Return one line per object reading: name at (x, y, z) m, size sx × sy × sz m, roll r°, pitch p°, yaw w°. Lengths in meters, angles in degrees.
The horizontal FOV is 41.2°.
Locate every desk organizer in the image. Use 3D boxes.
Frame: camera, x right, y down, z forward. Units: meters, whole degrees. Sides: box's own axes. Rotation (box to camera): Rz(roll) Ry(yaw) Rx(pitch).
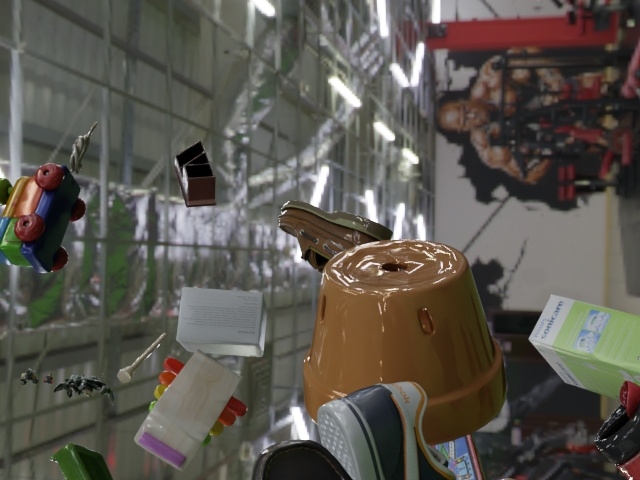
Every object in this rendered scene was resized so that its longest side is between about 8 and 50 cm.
desk organizer at (-0.195, -0.106, 1.321) m, size 0.130 × 0.047 × 0.050 m, roll -118°, pitch 28°, yaw -53°

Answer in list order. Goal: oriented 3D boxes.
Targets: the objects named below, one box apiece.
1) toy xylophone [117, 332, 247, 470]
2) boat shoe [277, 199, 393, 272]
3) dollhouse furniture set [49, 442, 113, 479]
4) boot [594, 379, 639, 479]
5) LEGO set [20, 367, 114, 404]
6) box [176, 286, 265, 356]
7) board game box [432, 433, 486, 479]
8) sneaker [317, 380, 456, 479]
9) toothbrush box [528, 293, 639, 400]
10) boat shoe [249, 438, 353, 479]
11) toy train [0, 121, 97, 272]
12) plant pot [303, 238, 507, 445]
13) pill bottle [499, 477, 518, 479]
toy xylophone at (-0.277, 0.309, 1.716) m, size 0.081 × 0.236 × 0.322 m, roll -57°, pitch -8°, yaw 22°
boat shoe at (0.000, 0.000, 1.527) m, size 0.111 × 0.307 × 0.104 m, roll 27°, pitch -97°, yaw -30°
dollhouse furniture set at (-0.375, 0.469, 1.363) m, size 0.151 × 0.197 × 0.301 m, roll 52°, pitch 177°, yaw 28°
boot at (0.431, 0.195, 0.925) m, size 0.176 × 0.244 × 0.088 m, roll 54°, pitch 180°, yaw 4°
LEGO set at (-0.219, 0.123, 0.747) m, size 0.083 × 0.054 × 0.023 m, roll 32°, pitch -124°, yaw -37°
box at (-0.214, 0.184, 1.887) m, size 0.181 × 0.182 × 0.119 m, roll 94°, pitch 180°, yaw -74°
board game box at (0.247, 0.462, 1.658) m, size 0.027 × 0.145 × 0.281 m, roll 49°, pitch -159°, yaw -34°
sneaker at (0.091, 0.311, 0.964) m, size 0.126 × 0.127 × 0.321 m, roll 25°, pitch 129°, yaw 57°
toothbrush box at (0.605, 0.237, 1.735) m, size 0.206 × 0.283 × 0.122 m, roll 44°, pitch -111°, yaw -38°
boat shoe at (0.033, 0.334, 0.720) m, size 0.130 × 0.132 × 0.355 m, roll 114°, pitch 138°, yaw -63°
toy train at (-0.429, -0.075, 1.257) m, size 0.105 × 0.143 × 0.248 m, roll 76°, pitch -159°, yaw -57°
plant pot at (0.113, 0.125, 1.194) m, size 0.291 × 0.291 × 0.203 m, roll -59°, pitch -33°, yaw -66°
pill bottle at (0.398, 0.529, 1.638) m, size 0.117 × 0.215 × 0.117 m, roll 0°, pitch -90°, yaw -36°
